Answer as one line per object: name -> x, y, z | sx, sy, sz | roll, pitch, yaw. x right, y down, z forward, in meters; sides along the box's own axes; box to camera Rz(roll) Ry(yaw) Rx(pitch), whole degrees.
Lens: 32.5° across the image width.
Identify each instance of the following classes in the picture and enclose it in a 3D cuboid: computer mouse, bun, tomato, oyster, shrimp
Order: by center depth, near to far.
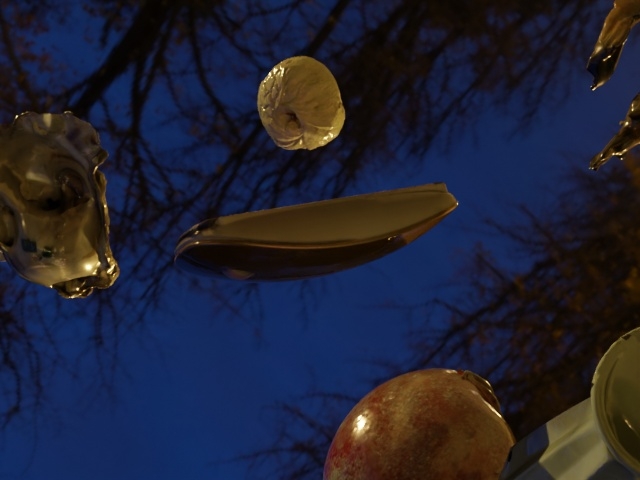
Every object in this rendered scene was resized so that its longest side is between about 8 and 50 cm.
oyster -> -0.208, -0.019, 0.826 | 0.108, 0.165, 0.053 | -10, -154, -11
shrimp -> 0.340, -0.186, 1.114 | 0.145, 0.254, 0.059 | 54, 168, 1
computer mouse -> 0.000, 0.000, 1.170 | 0.310, 0.158, 0.072 | -9, -101, -24
bun -> -0.029, -0.155, 1.273 | 0.115, 0.115, 0.069 | 45, -143, 10
tomato -> 0.154, 0.322, 1.401 | 0.317, 0.283, 0.316 | -25, -90, -87

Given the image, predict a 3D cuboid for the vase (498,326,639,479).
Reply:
vase -> 0.232, 0.183, 0.860 | 0.165, 0.165, 0.360 | 51, 165, 21
